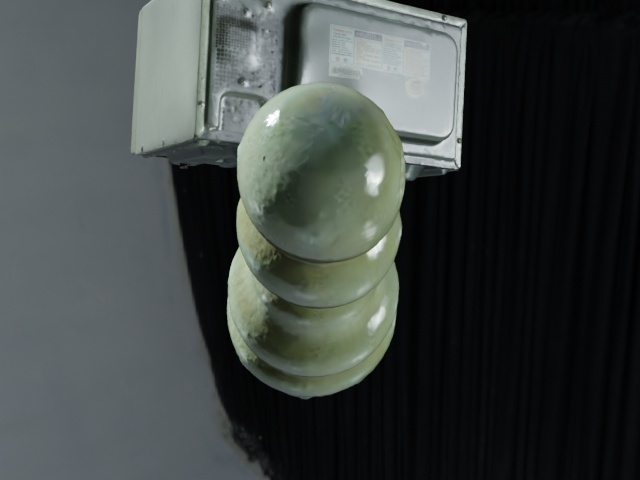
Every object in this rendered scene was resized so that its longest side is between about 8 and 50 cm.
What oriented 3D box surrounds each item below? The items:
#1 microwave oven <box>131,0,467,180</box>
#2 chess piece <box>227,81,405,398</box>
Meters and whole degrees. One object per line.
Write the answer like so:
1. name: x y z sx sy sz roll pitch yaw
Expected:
1. microwave oven: -0.016 -0.126 0.666 0.240 0.145 0.194 4 2 -30
2. chess piece: 0.000 0.000 0.500 0.133 0.243 0.133 2 61 -3
